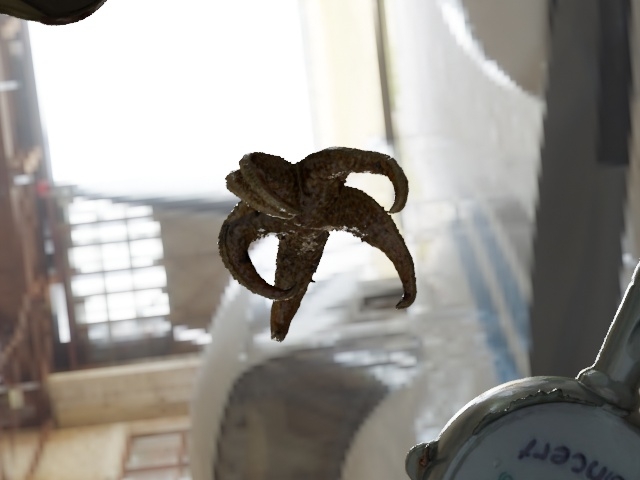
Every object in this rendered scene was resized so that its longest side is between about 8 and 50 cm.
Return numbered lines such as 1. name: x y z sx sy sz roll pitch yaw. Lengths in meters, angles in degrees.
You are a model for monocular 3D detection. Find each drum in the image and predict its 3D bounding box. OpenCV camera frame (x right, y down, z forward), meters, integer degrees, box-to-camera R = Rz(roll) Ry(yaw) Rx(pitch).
1. drum: 0.146 0.068 0.796 0.130 0.253 0.049 41 -176 -5

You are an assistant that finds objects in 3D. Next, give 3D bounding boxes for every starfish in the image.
1. starfish: 0.000 0.002 1.306 0.190 0.146 0.074 100 169 -51

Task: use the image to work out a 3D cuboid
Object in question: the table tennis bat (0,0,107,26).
1. table tennis bat: -0.200 -0.165 1.050 0.021 0.154 0.274 -55 7 35
